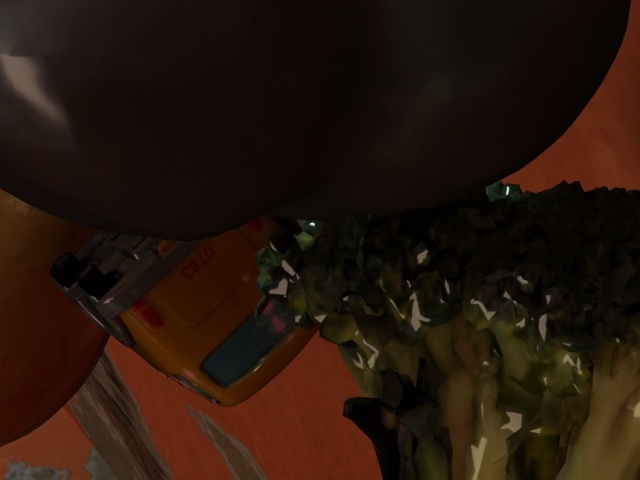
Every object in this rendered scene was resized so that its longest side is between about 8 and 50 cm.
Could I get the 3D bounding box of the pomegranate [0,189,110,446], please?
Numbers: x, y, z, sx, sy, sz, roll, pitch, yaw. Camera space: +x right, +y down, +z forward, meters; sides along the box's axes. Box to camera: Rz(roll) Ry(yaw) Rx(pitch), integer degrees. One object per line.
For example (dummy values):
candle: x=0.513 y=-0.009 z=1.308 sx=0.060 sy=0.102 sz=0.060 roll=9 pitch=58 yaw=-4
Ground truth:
pomegranate: x=-0.332 y=-0.020 z=1.338 sx=0.411 sy=0.411 sz=0.411 roll=51 pitch=164 yaw=21

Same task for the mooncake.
mooncake: x=-0.022 y=-0.119 z=0.450 sx=0.245 sy=0.245 sz=0.133 roll=60 pitch=163 yaw=-13

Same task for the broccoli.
broccoli: x=0.071 y=0.164 z=0.570 sx=0.221 sy=0.252 sz=0.361 roll=42 pitch=122 yaw=60

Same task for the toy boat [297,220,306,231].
toy boat: x=0.000 y=0.000 z=1.028 sx=0.122 sy=0.034 sz=0.096 roll=52 pitch=164 yaw=52

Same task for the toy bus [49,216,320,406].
toy bus: x=-0.080 y=0.029 z=1.145 sx=0.136 sy=0.126 sz=0.209 roll=47 pitch=170 yaw=-15
